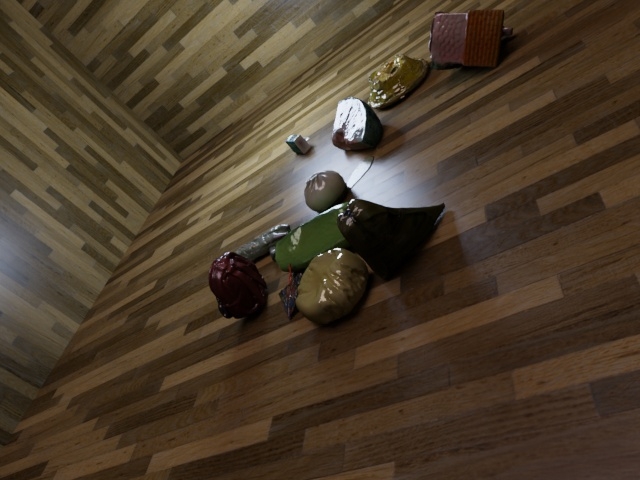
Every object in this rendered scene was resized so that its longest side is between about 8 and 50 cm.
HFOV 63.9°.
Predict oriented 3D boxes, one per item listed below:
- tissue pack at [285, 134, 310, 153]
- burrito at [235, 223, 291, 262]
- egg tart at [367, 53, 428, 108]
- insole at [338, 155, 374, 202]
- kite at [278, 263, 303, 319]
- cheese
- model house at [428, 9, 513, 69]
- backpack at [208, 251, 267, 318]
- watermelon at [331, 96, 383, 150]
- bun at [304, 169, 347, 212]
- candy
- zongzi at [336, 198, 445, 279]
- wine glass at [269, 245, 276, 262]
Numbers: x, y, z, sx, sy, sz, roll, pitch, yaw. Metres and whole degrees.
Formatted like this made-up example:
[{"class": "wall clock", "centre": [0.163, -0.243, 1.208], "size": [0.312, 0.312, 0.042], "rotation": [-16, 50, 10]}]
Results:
[{"class": "tissue pack", "centre": [-0.103, -0.477, 2.505], "size": [0.079, 0.085, 0.111], "rotation": [-48, 26, -10]}, {"class": "burrito", "centre": [-0.229, 0.019, 1.994], "size": [0.309, 0.066, 0.096], "rotation": [-30, 35, 26]}, {"class": "egg tart", "centre": [0.315, -0.702, 2.210], "size": [0.315, 0.120, 0.315], "rotation": [-32, 30, 21]}, {"class": "insole", "centre": [0.122, -0.228, 1.925], "size": [0.253, 0.005, 0.086], "rotation": [-52, 27, -15]}, {"class": "kite", "centre": [-0.099, 0.160, 1.606], "size": [0.232, 0.009, 0.189], "rotation": [134, 142, -54]}, {"class": "cheese", "centre": [0.025, 0.133, 1.439], "size": [0.226, 0.117, 0.213], "rotation": [-19, 40, 49]}, {"class": "model house", "centre": [0.553, -0.718, 1.854], "size": [0.238, 0.202, 0.237], "rotation": [16, 23, 35]}, {"class": "backpack", "centre": [-0.280, 0.141, 1.724], "size": [0.139, 0.229, 0.229], "rotation": [-23, 34, 30]}, {"class": "watermelon", "centre": [0.154, -0.442, 2.095], "size": [0.226, 0.148, 0.318], "rotation": [-52, 36, 25]}, {"class": "bun", "centre": [0.004, -0.193, 1.905], "size": [0.173, 0.120, 0.172], "rotation": [-40, 22, 20]}, {"class": "candy", "centre": [0.000, 0.000, 1.653], "size": [0.344, 0.132, 0.142], "rotation": [-27, 74, 34]}, {"class": "zongzi", "centre": [0.191, -0.065, 1.335], "size": [0.274, 0.251, 0.125], "rotation": [-43, 44, -1]}, {"class": "wine glass", "centre": [-0.168, 0.047, 1.899], "size": [0.039, 0.042, 0.083], "rotation": [-16, 24, -8]}]
